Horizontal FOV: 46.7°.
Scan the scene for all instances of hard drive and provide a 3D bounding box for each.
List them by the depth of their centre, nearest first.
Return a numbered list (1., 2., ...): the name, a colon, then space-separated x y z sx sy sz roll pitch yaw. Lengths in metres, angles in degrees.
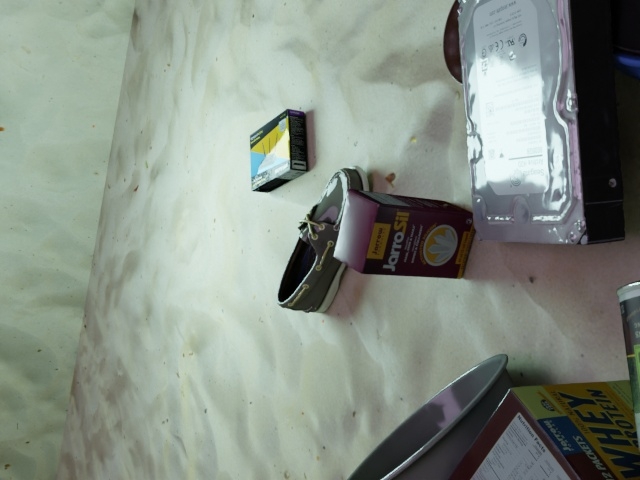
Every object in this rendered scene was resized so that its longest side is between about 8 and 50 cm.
1. hard drive: 0.259 -0.165 0.910 0.237 0.064 0.339 -174 77 -71

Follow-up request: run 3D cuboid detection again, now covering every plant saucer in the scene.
1. plant saucer: 0.243 -0.305 1.074 0.168 0.029 0.168 -13 74 57

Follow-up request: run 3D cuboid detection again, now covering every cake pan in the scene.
1. cake pan: 0.145 0.261 0.963 0.054 0.293 0.293 49 135 7

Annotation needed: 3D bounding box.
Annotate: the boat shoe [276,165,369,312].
1. boat shoe: 0.002 0.002 1.366 0.109 0.091 0.305 50 127 49

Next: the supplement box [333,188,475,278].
1. supplement box: 0.125 -0.007 1.077 0.081 0.188 0.104 32 114 54

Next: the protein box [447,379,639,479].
1. protein box: 0.265 0.272 0.805 0.136 0.200 0.201 57 133 44

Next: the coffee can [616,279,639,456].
1. coffee can: 0.377 0.168 0.637 0.201 0.201 0.275 -21 68 56

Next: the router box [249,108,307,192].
1. router box: -0.093 -0.187 1.585 0.179 0.046 0.133 -21 68 56

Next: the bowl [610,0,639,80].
1. bowl: 0.406 -0.360 0.772 0.391 0.077 0.391 -11 77 57
